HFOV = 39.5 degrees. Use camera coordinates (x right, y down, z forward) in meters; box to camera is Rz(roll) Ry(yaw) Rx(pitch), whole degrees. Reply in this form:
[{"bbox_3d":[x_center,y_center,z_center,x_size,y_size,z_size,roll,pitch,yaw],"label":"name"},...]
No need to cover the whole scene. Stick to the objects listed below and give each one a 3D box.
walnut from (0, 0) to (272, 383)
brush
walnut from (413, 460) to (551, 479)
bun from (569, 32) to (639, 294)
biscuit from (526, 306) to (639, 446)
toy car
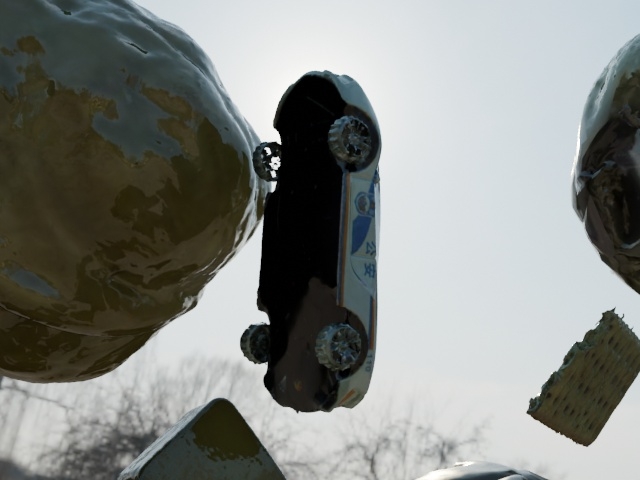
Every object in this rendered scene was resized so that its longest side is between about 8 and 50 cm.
[{"bbox_3d":[-0.192,-0.046,0.648,0.277,0.282,0.253,42,0,-3],"label":"walnut"},{"bbox_3d":[-0.083,0.249,0.784,0.059,0.123,0.197,-21,-76,48],"label":"brush"},{"bbox_3d":[0.073,0.207,0.367,0.178,0.230,0.178,1,-2,0],"label":"walnut"},{"bbox_3d":[0.320,-0.046,0.768,0.168,0.273,0.273,-25,-16,-13],"label":"bun"},{"bbox_3d":[0.290,0.146,0.942,0.016,0.144,0.203,33,-2,39],"label":"biscuit"},{"bbox_3d":[0.000,0.000,0.532,0.056,0.205,0.095,10,-11,-34],"label":"toy car"}]
